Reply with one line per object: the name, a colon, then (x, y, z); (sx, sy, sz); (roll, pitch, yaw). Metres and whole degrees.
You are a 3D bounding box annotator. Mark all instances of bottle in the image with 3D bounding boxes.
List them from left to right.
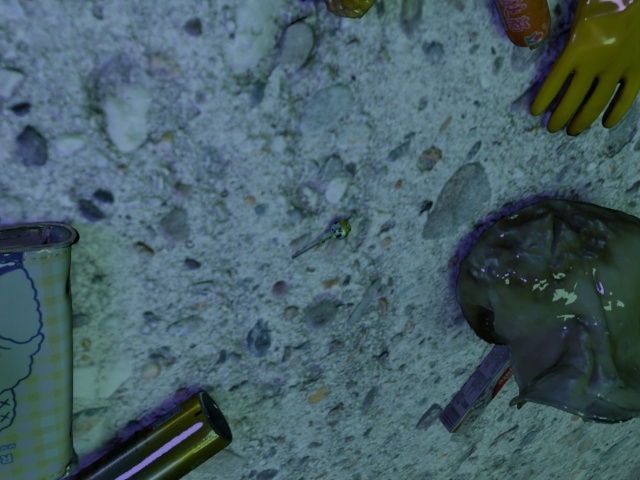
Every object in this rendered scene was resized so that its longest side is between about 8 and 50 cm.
bottle: (-0.255, 0.309, 0.710); (0.286, 0.082, 0.082); (-33, 132, -5)

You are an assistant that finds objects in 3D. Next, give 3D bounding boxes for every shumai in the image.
shumai: (0.392, 0.115, 0.791); (0.330, 0.288, 0.292); (-20, 124, -7)

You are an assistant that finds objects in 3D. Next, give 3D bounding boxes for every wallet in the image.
wallet: (-0.352, 0.135, 0.534); (0.223, 0.077, 0.309); (-5, 121, -29)

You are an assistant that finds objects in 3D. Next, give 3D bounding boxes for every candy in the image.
candy: (0.000, 0.000, 0.683); (0.083, 0.025, 0.023); (-28, 89, 1)

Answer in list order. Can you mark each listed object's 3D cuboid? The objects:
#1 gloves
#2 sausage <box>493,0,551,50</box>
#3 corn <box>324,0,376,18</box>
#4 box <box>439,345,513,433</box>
gloves: (0.349, -0.252, 0.669); (0.133, 0.116, 0.294); (4, 133, -1)
sausage: (0.165, -0.318, 0.527); (0.053, 0.053, 0.348); (-41, 132, 2)
corn: (0.036, -0.314, 0.431); (0.097, 0.097, 0.261); (-11, 129, -24)
box: (0.311, 0.276, 1.043); (0.055, 0.039, 0.218); (20, 110, -37)
